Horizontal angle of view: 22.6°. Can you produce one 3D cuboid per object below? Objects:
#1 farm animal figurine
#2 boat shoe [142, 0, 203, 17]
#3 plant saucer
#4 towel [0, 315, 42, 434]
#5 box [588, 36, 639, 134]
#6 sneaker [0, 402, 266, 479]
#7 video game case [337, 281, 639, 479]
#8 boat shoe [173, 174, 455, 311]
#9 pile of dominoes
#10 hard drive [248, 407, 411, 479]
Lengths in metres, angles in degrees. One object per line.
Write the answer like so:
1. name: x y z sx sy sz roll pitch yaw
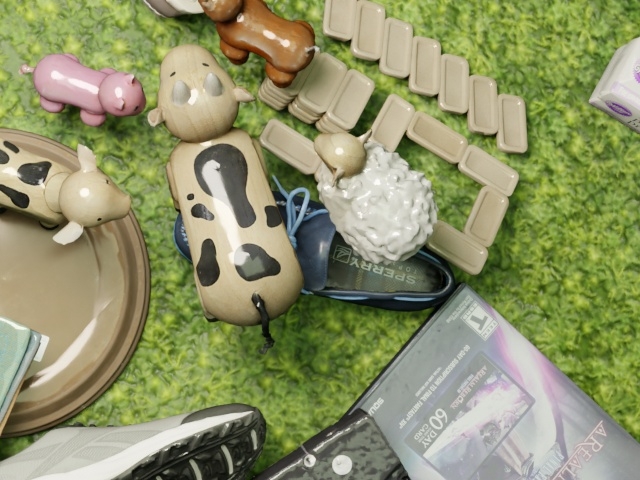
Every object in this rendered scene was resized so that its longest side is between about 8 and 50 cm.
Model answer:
1. farm animal figurine: -0.114 -0.060 1.305 0.330 0.172 0.326 -34 82 -6
2. boat shoe: -0.192 -0.338 1.414 0.116 0.097 0.324 -33 98 -51
3. plant saucer: -0.286 0.037 1.406 0.278 0.041 0.277 1 87 -11
4. towel: -0.429 0.192 1.345 0.271 0.040 0.370 24 90 -1
5. box: 0.411 -0.079 1.527 0.324 0.063 0.067 32 81 -7
6. sneaker: -0.179 0.191 1.381 0.272 0.108 0.100 -18 135 -8
7. video game case: 0.168 0.201 1.488 0.274 0.026 0.196 42 81 -5
8. boat shoe: 0.000 0.000 1.434 0.258 0.089 0.109 7 86 -10
9. pile of dominoes: 0.068 -0.103 1.475 0.251 0.040 0.196 32 62 -9
10. hard drive: -0.039 0.336 1.411 0.339 0.064 0.237 -34 94 -7
